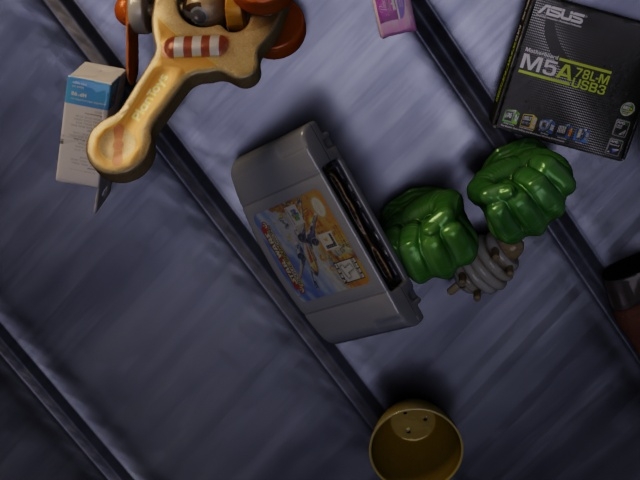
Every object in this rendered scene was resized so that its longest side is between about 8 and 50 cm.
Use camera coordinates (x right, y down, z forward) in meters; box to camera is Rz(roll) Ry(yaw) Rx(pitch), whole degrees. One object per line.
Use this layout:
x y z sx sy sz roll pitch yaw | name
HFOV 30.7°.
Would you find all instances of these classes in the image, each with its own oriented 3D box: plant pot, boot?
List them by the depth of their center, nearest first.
0.562 0.127 1.631 0.264 0.096 0.280 -24 108 9 | boot
0.137 0.282 1.694 0.134 0.095 0.134 0 110 1 | plant pot

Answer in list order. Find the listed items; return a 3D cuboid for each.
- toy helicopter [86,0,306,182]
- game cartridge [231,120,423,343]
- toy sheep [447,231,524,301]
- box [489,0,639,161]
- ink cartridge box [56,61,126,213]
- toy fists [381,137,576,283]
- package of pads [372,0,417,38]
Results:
-0.189 -0.233 1.455 0.235 0.140 0.355 27 74 14 | toy helicopter
0.000 0.000 1.559 0.198 0.062 0.297 -22 101 47 | game cartridge
0.226 0.036 1.612 0.132 0.091 0.091 -34 105 22 | toy sheep
0.341 -0.217 1.544 0.190 0.045 0.184 15 111 -4 | box
-0.308 -0.138 1.554 0.060 0.104 0.180 11 109 -2 | ink cartridge box
0.203 -0.039 1.546 0.279 0.142 0.096 -25 125 9 | toy fists
0.094 -0.309 1.524 0.050 0.032 0.083 -13 108 4 | package of pads
